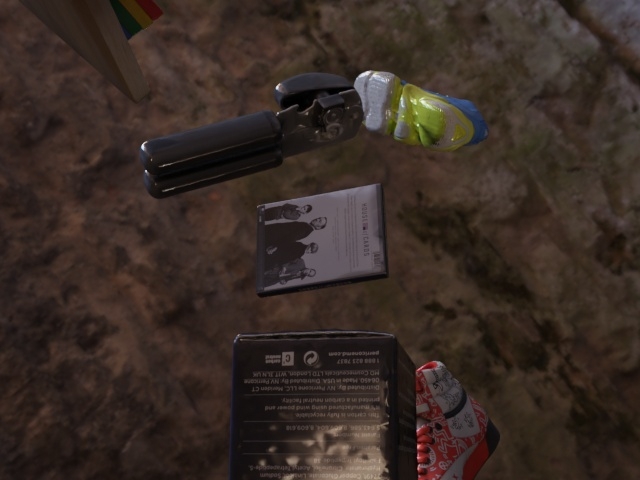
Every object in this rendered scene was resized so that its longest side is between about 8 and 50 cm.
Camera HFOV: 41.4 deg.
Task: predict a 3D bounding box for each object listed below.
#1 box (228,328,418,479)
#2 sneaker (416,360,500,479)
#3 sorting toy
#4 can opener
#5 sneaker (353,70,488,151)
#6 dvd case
[{"bbox_3d":[0.008,0.175,0.572,0.153,0.108,0.207,56,-146,-70],"label":"box"},{"bbox_3d":[0.112,0.246,0.982,0.145,0.090,0.270,53,-145,-2],"label":"sneaker"},{"bbox_3d":[-0.281,-0.315,0.917,0.255,0.089,0.257,41,164,22],"label":"sorting toy"},{"bbox_3d":[-0.081,-0.132,1.014,0.076,0.283,0.095,92,154,-47],"label":"can opener"},{"bbox_3d":[0.152,-0.186,1.262,0.126,0.091,0.240,1,-154,-37],"label":"sneaker"},{"bbox_3d":[0.000,0.000,1.499,0.029,0.238,0.179,54,-149,-58],"label":"dvd case"}]
